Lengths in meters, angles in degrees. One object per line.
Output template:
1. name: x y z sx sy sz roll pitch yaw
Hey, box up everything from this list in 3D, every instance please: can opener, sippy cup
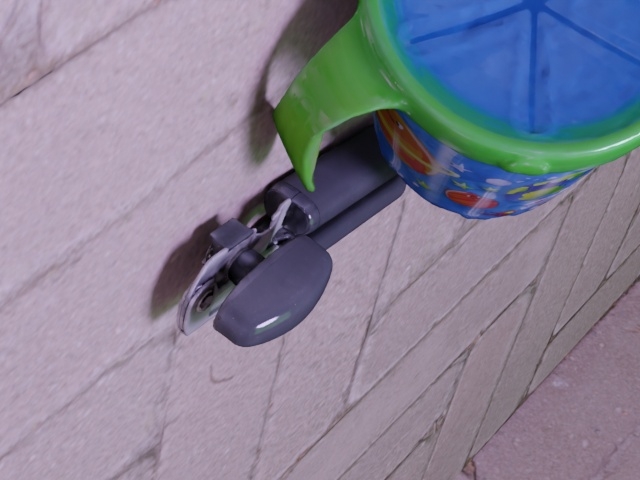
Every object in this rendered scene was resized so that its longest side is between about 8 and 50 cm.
1. can opener: 0.000 0.000 1.213 0.283 0.095 0.076 -35 154 -46
2. sippy cup: 0.131 -0.125 1.149 0.224 0.305 0.240 105 -3 -71
